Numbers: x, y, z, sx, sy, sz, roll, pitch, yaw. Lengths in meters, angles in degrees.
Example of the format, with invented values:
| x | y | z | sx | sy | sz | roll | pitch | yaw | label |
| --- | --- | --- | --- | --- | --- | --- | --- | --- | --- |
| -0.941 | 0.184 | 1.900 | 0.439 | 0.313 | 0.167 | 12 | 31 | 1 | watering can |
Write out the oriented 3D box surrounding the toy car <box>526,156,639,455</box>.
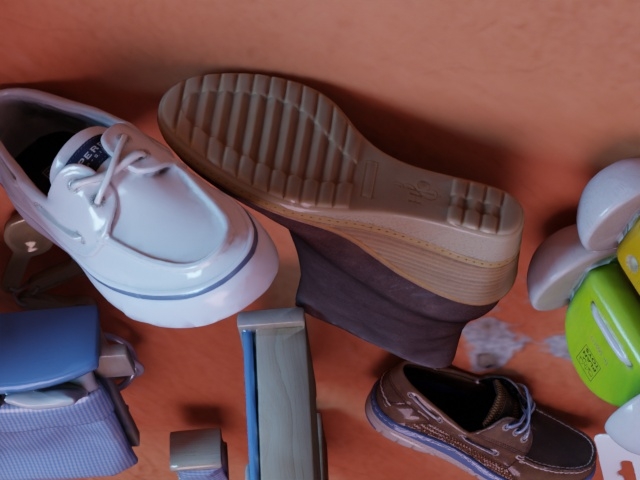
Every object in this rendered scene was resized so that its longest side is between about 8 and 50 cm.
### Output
| x | y | z | sx | sy | sz | roll | pitch | yaw | label |
| --- | --- | --- | --- | --- | --- | --- | --- | --- | --- |
| 0.231 | 0.036 | 1.182 | 0.136 | 0.159 | 0.182 | -16 | 155 | -31 | toy car |

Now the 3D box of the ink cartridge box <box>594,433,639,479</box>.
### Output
| x | y | z | sx | sy | sz | roll | pitch | yaw | label |
| --- | --- | --- | --- | --- | --- | --- | --- | --- | --- |
| 0.304 | 0.141 | 1.348 | 0.198 | 0.067 | 0.115 | -4 | 141 | 14 | ink cartridge box |

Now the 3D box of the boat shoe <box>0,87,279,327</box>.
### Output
| x | y | z | sx | sy | sz | roll | pitch | yaw | label |
| --- | --- | --- | --- | --- | --- | --- | --- | --- | --- |
| -0.128 | -0.026 | 1.111 | 0.258 | 0.095 | 0.084 | 22 | 152 | 44 | boat shoe |

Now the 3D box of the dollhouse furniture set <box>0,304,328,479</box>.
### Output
| x | y | z | sx | sy | sz | roll | pitch | yaw | label |
| --- | --- | --- | --- | --- | --- | --- | --- | --- | --- |
| -0.148 | 0.196 | 1.333 | 0.303 | 0.198 | 0.286 | -4 | 152 | 2 | dollhouse furniture set |

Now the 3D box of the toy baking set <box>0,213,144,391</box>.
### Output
| x | y | z | sx | sy | sz | roll | pitch | yaw | label |
| --- | --- | --- | --- | --- | --- | --- | --- | --- | --- |
| -0.236 | 0.070 | 1.354 | 0.196 | 0.030 | 0.256 | -7 | 135 | 4 | toy baking set |

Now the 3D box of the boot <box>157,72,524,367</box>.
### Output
| x | y | z | sx | sy | sz | roll | pitch | yaw | label |
| --- | --- | --- | --- | --- | --- | --- | --- | --- | --- |
| 0.000 | 0.000 | 1.206 | 0.248 | 0.090 | 0.207 | 21 | 150 | -2 | boot |

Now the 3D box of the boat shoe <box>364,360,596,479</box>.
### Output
| x | y | z | sx | sy | sz | roll | pitch | yaw | label |
| --- | --- | --- | --- | --- | --- | --- | --- | --- | --- |
| 0.127 | 0.138 | 1.380 | 0.183 | 0.066 | 0.066 | 16 | 142 | -10 | boat shoe |
